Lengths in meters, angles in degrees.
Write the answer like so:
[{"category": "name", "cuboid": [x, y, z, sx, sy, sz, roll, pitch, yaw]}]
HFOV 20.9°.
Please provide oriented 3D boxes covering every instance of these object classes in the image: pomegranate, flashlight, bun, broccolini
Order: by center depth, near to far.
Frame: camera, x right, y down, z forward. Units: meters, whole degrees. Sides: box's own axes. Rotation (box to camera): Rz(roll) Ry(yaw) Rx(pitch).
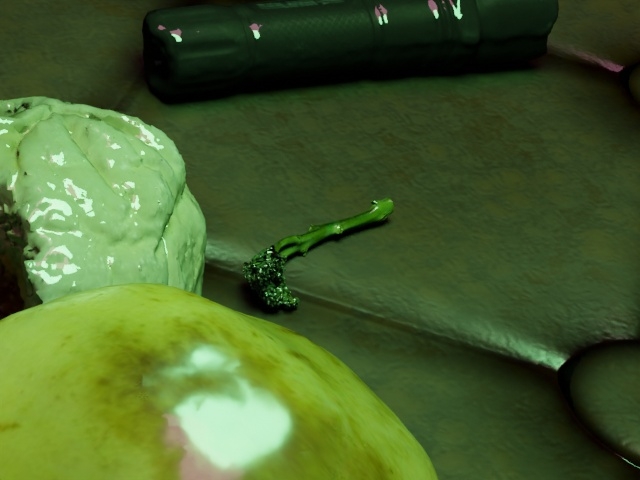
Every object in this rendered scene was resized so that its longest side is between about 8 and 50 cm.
[{"category": "pomegranate", "cuboid": [-0.093, 0.189, 0.904, 0.333, 0.332, 0.332, 9, 36, -6]}, {"category": "bun", "cuboid": [-0.209, 0.008, 1.106, 0.282, 0.204, 0.281, -5, -3, 0]}, {"category": "broccolini", "cuboid": [-0.007, -0.001, 1.392, 0.052, 0.054, 0.194, 11, 29, 30]}, {"category": "flashlight", "cuboid": [0.029, -0.199, 1.625, 0.424, 0.103, 0.103, -9, 41, -26]}]
